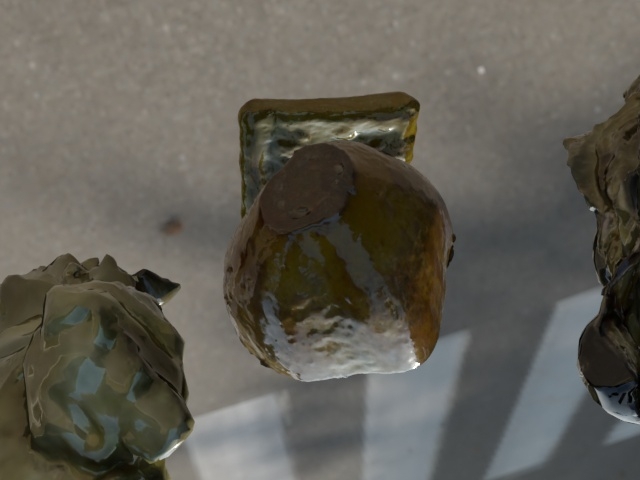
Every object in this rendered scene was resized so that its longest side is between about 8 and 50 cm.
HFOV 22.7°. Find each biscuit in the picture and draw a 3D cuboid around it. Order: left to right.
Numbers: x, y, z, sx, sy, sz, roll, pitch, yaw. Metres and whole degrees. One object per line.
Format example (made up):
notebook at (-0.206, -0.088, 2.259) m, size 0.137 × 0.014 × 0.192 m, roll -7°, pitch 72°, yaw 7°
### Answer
biscuit at (0.006, -0.071, 1.564) m, size 0.183 × 0.039 × 0.174 m, roll -7°, pitch 128°, yaw -6°

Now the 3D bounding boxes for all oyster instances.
oyster at (-0.113, 0.107, 0.499) m, size 0.107 × 0.201 × 0.354 m, roll 6°, pitch 140°, yaw -20°
oyster at (0.210, 0.000, 1.006) m, size 0.096 × 0.361 × 0.221 m, roll -16°, pitch 137°, yaw 22°

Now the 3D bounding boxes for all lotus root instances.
lotus root at (0.000, -0.001, 1.318) m, size 0.199 × 0.188 × 0.180 m, roll -6°, pitch 148°, yaw 18°
